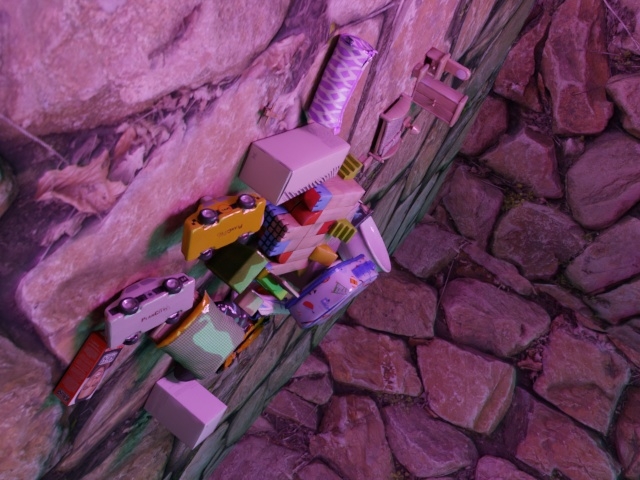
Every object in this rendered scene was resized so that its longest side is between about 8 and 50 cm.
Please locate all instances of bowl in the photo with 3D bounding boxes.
[{"bbox_3d":[0.133,0.003,2.128,0.134,0.297,0.298,-24,173,14],"label":"bowl"}]

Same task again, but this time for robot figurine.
[{"bbox_3d":[-0.242,0.273,1.779,0.291,0.085,0.211,-46,164,-36],"label":"robot figurine"}]

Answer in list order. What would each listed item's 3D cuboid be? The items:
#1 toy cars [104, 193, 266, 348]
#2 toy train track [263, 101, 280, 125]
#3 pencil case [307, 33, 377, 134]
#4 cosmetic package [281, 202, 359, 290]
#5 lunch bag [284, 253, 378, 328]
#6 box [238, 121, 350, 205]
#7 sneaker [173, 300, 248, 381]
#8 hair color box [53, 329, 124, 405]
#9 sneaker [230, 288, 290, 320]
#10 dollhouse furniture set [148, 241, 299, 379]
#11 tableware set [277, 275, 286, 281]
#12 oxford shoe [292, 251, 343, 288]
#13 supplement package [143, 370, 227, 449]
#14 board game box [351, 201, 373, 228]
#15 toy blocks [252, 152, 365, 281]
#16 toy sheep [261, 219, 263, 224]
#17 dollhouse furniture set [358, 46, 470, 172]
[{"bbox_3d":[-0.268,0.039,1.115,0.393,0.087,0.176,-49,154,-6],"label":"toy cars"},{"bbox_3d":[-0.097,-0.248,1.144,0.048,0.014,0.083,-65,171,11],"label":"toy train track"},{"bbox_3d":[0.046,-0.338,1.256,0.086,0.088,0.206,-34,156,-52],"label":"pencil case"},{"bbox_3d":[-0.017,-0.010,1.766,0.153,0.129,0.296,-37,159,-50],"label":"cosmetic package"},{"bbox_3d":[0.044,0.140,1.726,0.243,0.115,0.303,-42,172,21],"label":"lunch bag"},{"bbox_3d":[-0.050,-0.174,1.282,0.275,0.113,0.094,-33,156,-55],"label":"box"},{"bbox_3d":[-0.311,0.258,1.539,0.267,0.101,0.106,-50,139,7],"label":"sneaker"},{"bbox_3d":[-0.433,0.237,1.107,0.141,0.043,0.072,-55,168,6],"label":"hair color box"},{"bbox_3d":[-0.166,0.192,1.677,0.237,0.085,0.086,19,65,-48],"label":"sneaker"},{"bbox_3d":[-0.210,0.177,1.317,0.301,0.151,0.197,-50,122,-12],"label":"dollhouse furniture set"},{"bbox_3d":[-0.132,0.120,1.929,0.141,0.020,0.168,-35,156,-58],"label":"tableware set"},{"bbox_3d":[0.030,0.129,2.172,0.449,0.169,0.129,-23,102,-69],"label":"oxford shoe"},{"bbox_3d":[-0.365,0.451,1.582,0.105,0.179,0.105,-60,165,22],"label":"supplement package"},{"bbox_3d":[0.078,-0.086,1.913,0.186,0.126,0.026,-41,161,-47],"label":"board game box"},{"bbox_3d":[-0.063,-0.042,1.484,0.261,0.190,0.381,-12,145,-53],"label":"toy blocks"},{"bbox_3d":[-0.164,-0.050,1.252,0.091,0.091,0.132,-50,-179,-20],"label":"toy sheep"},{"bbox_3d":[0.304,-0.381,1.867,0.355,0.174,0.303,-48,165,-29],"label":"dollhouse furniture set"}]
